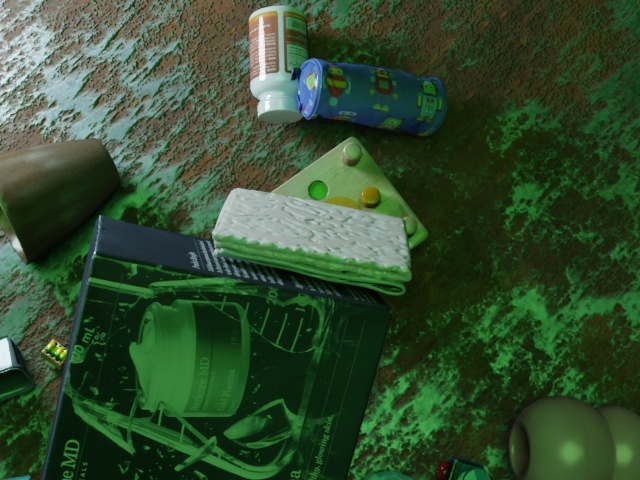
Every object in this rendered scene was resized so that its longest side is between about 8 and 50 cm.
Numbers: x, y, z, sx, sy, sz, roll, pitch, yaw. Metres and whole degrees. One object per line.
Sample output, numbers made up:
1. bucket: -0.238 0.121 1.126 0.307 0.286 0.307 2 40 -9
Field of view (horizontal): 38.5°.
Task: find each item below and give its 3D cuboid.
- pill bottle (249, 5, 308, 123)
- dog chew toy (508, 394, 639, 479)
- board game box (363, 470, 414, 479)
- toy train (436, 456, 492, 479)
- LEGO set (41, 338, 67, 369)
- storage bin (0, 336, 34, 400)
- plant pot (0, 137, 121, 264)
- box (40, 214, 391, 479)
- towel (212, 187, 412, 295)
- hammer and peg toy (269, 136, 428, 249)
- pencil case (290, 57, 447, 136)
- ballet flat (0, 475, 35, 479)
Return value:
1. pill bottle: -0.083 -0.352 1.854 0.121 0.121 0.216 -1 79 -2
2. dog chew toy: 0.525 0.394 1.696 0.332 0.206 0.206 4 79 -9
3. board game box: 0.126 0.522 1.738 0.133 0.033 0.168 18 84 -3
4. toy train: 0.250 0.529 1.682 0.105 0.143 0.248 17 79 2
5. LEGO set: -0.430 0.302 1.722 0.132 0.107 0.287 -23 81 -6
6. storage bin: -0.623 0.251 1.741 0.135 0.098 0.091 -20 53 -5
7. plant pot: -0.511 -0.100 1.765 0.230 0.215 0.215 -29 81 -22
8. box: -0.190 0.254 1.526 0.472 0.297 0.480 12 99 -13
9. towel: -0.010 -0.008 1.577 0.332 0.317 0.053 12 108 -2
10. hammer and peg toy: 0.000 0.000 1.786 0.361 0.127 0.266 -37 84 -8
11. pencil case: 0.095 -0.278 1.803 0.306 0.133 0.119 4 64 -25
12. ballet flat: -0.644 0.486 1.698 0.232 0.080 0.073 -4 94 -1
